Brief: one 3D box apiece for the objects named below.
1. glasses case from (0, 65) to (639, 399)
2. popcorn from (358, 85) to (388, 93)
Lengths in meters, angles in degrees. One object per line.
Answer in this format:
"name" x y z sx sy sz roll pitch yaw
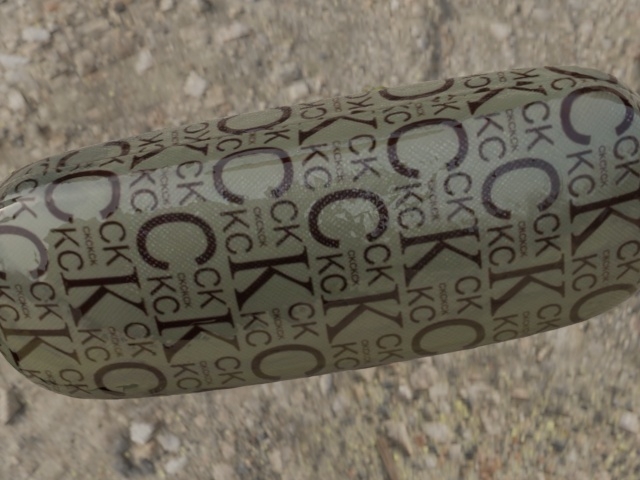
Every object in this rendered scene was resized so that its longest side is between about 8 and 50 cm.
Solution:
"glasses case" 0.000 0.000 0.635 0.355 0.137 0.085 -10 31 4
"popcorn" 0.076 -0.051 1.492 0.224 0.258 0.270 -20 46 18
